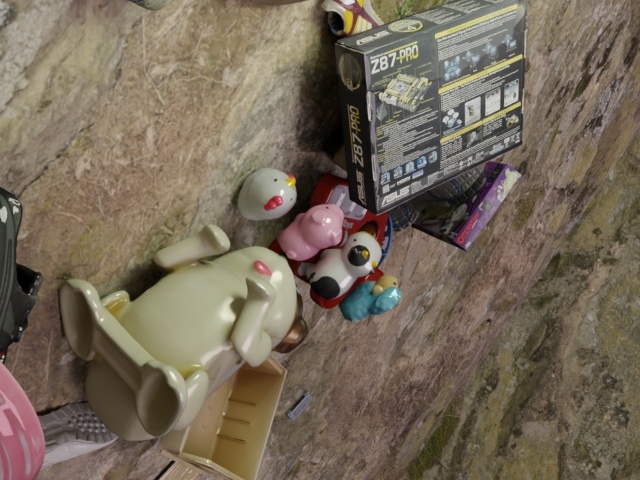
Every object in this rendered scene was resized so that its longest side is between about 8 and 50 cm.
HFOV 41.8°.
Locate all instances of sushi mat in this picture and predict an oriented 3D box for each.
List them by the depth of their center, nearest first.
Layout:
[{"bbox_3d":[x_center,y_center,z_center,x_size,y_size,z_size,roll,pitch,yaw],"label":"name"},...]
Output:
[{"bbox_3d":[-0.270,0.492,1.972,0.316,0.019,0.151,-46,150,-16],"label":"sushi mat"}]

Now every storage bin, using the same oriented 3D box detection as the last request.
[{"bbox_3d":[-0.194,0.339,1.705,0.260,0.123,0.262,60,43,-60],"label":"storage bin"}]

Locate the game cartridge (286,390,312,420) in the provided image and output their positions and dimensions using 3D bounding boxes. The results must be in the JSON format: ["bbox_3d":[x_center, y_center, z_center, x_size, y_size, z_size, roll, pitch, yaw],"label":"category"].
[{"bbox_3d":[-0.056,0.446,2.257,0.083,0.017,0.056,-46,148,-15],"label":"game cartridge"}]

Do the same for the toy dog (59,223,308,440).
[{"bbox_3d":[-0.192,0.164,1.461,0.408,0.284,0.395,-32,145,-39],"label":"toy dog"}]

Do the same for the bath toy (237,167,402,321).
[{"bbox_3d":[0.000,0.000,1.543,0.151,0.129,0.348,-47,109,-5],"label":"bath toy"}]

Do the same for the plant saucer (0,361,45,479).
[{"bbox_3d":[-0.488,0.204,0.982,0.084,0.332,0.332,-60,165,-50],"label":"plant saucer"}]

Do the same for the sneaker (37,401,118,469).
[{"bbox_3d":[-0.459,0.353,1.475,0.095,0.090,0.235,-51,151,21],"label":"sneaker"}]

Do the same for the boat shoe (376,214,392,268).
[{"bbox_3d":[0.090,0.047,1.951,0.089,0.109,0.258,-11,128,-48],"label":"boat shoe"}]

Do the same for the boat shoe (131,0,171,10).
[{"bbox_3d":[-0.159,-0.427,1.068,0.302,0.109,0.094,-47,168,5],"label":"boat shoe"}]

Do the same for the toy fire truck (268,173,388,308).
[{"bbox_3d":[0.048,-0.004,1.752,0.302,0.169,0.254,9,112,-56],"label":"toy fire truck"}]

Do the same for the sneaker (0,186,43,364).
[{"bbox_3d":[-0.454,0.127,1.108,0.202,0.185,0.483,-44,164,-46],"label":"sneaker"}]

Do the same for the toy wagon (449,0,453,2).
[{"bbox_3d":[0.305,-0.331,1.785,0.267,0.068,0.344,-54,141,-38],"label":"toy wagon"}]

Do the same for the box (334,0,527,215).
[{"bbox_3d":[0.218,-0.264,1.563,0.394,0.097,0.318,-26,129,-27],"label":"box"}]

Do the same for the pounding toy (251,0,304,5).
[{"bbox_3d":[-0.007,-0.441,1.244,0.236,0.110,0.183,-15,180,-1],"label":"pounding toy"}]

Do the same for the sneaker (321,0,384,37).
[{"bbox_3d":[0.056,-0.384,1.474,0.084,0.069,0.185,-44,146,-1],"label":"sneaker"}]

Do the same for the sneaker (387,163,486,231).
[{"bbox_3d":[0.253,-0.130,1.918,0.297,0.111,0.129,-24,-160,39],"label":"sneaker"}]

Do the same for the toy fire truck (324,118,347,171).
[{"bbox_3d":[0.149,-0.208,1.736,0.217,0.158,0.246,-57,164,4],"label":"toy fire truck"}]

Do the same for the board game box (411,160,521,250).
[{"bbox_3d":[0.318,-0.099,1.963,0.208,0.056,0.347,-51,-163,-2],"label":"board game box"}]
